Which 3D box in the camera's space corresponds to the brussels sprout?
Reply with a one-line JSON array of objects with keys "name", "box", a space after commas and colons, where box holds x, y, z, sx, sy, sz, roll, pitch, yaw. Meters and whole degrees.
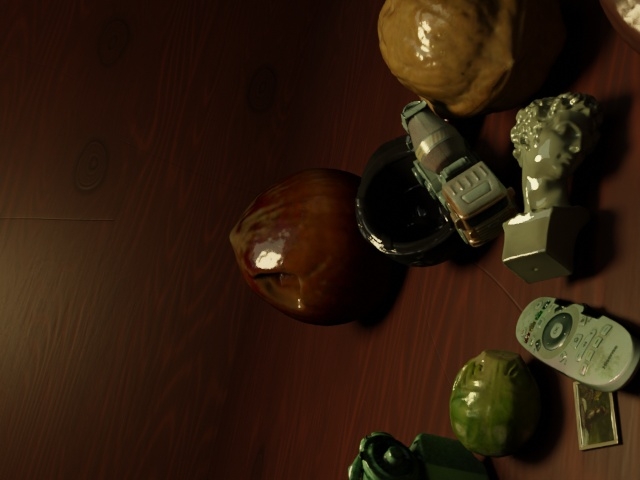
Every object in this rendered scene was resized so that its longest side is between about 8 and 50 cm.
[{"name": "brussels sprout", "box": [0.247, 0.235, 0.903, 0.155, 0.118, 0.155, -174, 90, -77]}]

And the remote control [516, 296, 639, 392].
[{"name": "remote control", "box": [0.338, 0.132, 0.832, 0.097, 0.045, 0.256, -59, 14, 3]}]

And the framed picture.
[{"name": "framed picture", "box": [0.347, 0.216, 0.788, 0.066, 0.007, 0.089, 134, 148, -57]}]

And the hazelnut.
[{"name": "hazelnut", "box": [0.000, 0.000, 1.540, 0.429, 0.402, 0.402, -91, 23, -58]}]

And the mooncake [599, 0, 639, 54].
[{"name": "mooncake", "box": [0.424, -0.279, 0.554, 0.334, 0.174, 0.325, -34, 65, 51]}]

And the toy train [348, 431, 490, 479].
[{"name": "toy train", "box": [0.136, 0.413, 0.881, 0.299, 0.238, 0.166, -94, 25, -54]}]

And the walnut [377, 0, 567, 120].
[{"name": "walnut", "box": [0.265, -0.360, 1.099, 0.344, 0.306, 0.306, -111, 40, -53]}]

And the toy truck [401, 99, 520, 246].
[{"name": "toy truck", "box": [0.221, -0.121, 1.048, 0.108, 0.140, 0.256, -32, 49, 7]}]

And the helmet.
[{"name": "helmet", "box": [0.198, -0.063, 1.221, 0.231, 0.160, 0.278, -20, 50, 20]}]

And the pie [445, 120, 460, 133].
[{"name": "pie", "box": [0.276, -0.260, 1.314, 0.154, 0.036, 0.154, 2, -90, -74]}]

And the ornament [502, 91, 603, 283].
[{"name": "ornament", "box": [0.332, -0.076, 0.917, 0.130, 0.120, 0.285, 3, 75, 52]}]
